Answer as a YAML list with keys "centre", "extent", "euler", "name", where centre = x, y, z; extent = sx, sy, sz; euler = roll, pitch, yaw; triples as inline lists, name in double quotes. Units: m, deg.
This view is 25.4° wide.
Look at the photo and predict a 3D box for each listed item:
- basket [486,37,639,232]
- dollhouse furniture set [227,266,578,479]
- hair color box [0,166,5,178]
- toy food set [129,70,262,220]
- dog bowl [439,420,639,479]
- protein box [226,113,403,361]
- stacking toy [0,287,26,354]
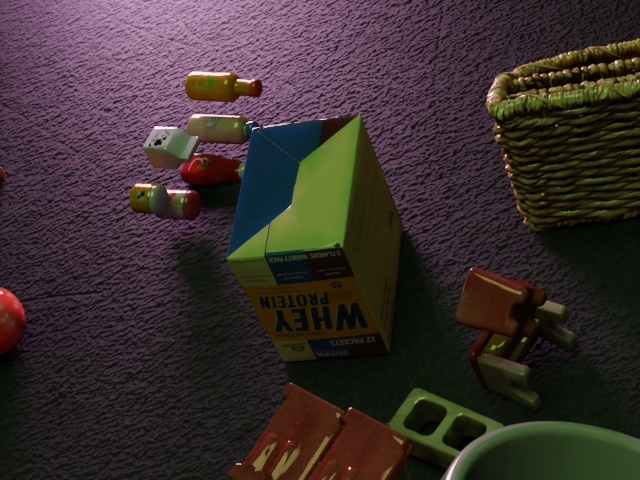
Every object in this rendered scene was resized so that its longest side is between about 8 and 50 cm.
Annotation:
- centre: [0.353, -0.171, 1.639]
  extent: [0.299, 0.223, 0.213]
  euler: [-9, 49, 16]
  name: "basket"
- centre: [0.098, 0.168, 1.466]
  extent: [0.152, 0.201, 0.374]
  euler: [20, 62, 34]
  name: "dollhouse furniture set"
- centre: [-0.532, -0.087, 2.043]
  extent: [0.141, 0.043, 0.072]
  euler: [-33, 47, -6]
  name: "hair color box"
- centre: [-0.152, -0.112, 1.864]
  extent: [0.104, 0.111, 0.232]
  euler: [4, 51, 25]
  name: "toy food set"
- centre: [0.245, 0.294, 1.261]
  extent: [0.348, 0.102, 0.349]
  euler: [10, 31, -6]
  name: "dog bowl"
- centre: [0.000, 0.000, 1.647]
  extent: [0.136, 0.201, 0.200]
  euler: [-6, 50, 17]
  name: "protein box"
- centre: [-0.520, 0.162, 1.772]
  extent: [0.330, 0.141, 0.141]
  euler: [-33, 47, -13]
  name: "stacking toy"
